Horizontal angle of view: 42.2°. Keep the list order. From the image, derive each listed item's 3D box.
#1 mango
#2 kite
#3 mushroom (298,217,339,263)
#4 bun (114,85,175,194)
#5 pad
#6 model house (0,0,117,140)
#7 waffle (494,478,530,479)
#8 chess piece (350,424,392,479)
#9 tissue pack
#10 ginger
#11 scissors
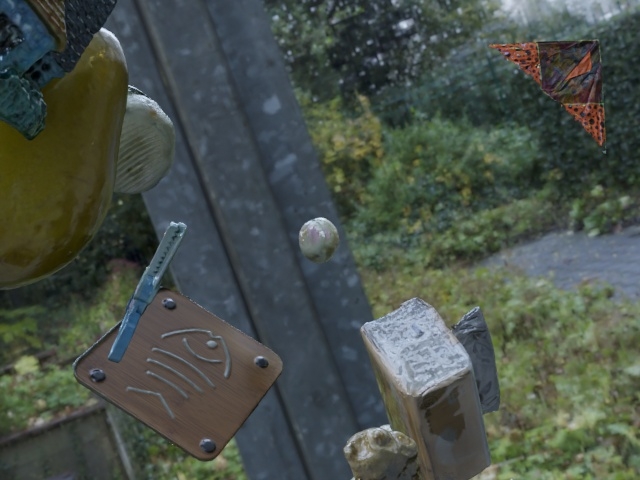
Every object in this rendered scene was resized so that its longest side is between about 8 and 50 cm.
[{"bbox_3d":[-0.441,-0.138,1.273,0.445,0.301,0.220,-57,27,-5],"label":"mango"},{"bbox_3d":[0.349,-0.238,1.148,0.125,0.222,0.008,-48,-1,-13],"label":"kite"},{"bbox_3d":[0.000,0.000,1.505,0.068,0.083,0.084,2,-10,-35],"label":"mushroom"},{"bbox_3d":[-0.419,-0.215,1.724,0.239,0.239,0.141,-20,37,0],"label":"bun"},{"bbox_3d":[-0.237,0.220,1.441,0.284,0.287,0.018,-48,-14,-51],"label":"pad"},{"bbox_3d":[-0.368,-0.304,1.033,0.241,0.261,0.226,-38,50,-5],"label":"model house"},{"bbox_3d":[0.374,0.667,1.818,0.292,0.309,0.056,-9,14,-13],"label":"waffle"},{"bbox_3d":[0.138,0.625,2.076,0.167,0.167,0.299,-15,27,52],"label":"chess piece"},{"bbox_3d":[0.234,0.275,1.553,0.239,0.305,0.238,-11,39,9],"label":"tissue pack"},{"bbox_3d":[0.068,0.240,0.806,0.070,0.173,0.051,-24,33,-12],"label":"ginger"},{"bbox_3d":[-0.258,0.069,1.238,0.256,0.030,0.125,-57,17,31],"label":"scissors"}]
